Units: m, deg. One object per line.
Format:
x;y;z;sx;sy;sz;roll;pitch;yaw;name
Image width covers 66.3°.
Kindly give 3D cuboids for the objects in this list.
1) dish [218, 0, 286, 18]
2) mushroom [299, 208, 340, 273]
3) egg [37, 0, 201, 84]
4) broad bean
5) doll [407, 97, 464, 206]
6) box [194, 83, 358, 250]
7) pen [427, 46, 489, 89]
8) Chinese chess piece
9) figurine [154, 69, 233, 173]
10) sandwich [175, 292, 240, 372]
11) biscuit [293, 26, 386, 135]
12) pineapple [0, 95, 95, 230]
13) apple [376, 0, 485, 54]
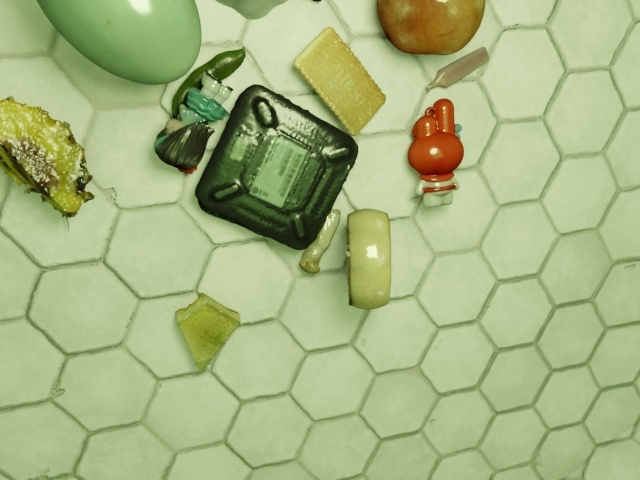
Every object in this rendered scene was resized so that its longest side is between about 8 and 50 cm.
-0.160;-0.643;1.138;0.229;0.081;0.229;-4;107;-13;dish
0.003;0.001;1.387;0.059;0.054;0.202;25;93;-24;mushroom
-0.419;-0.502;1.013;0.276;0.276;0.389;-43;112;1;egg
-0.284;-0.393;1.201;0.254;0.046;0.065;-41;118;2;broad bean
0.318;-0.240;1.350;0.161;0.130;0.290;-8;102;-11;doll
-0.111;-0.178;1.283;0.350;0.091;0.359;24;97;-19;box
0.374;-0.465;1.347;0.197;0.032;0.053;-31;112;-6;pen
0.124;0.049;1.312;0.112;0.270;0.270;0;107;2;Chinese chess piece
-0.298;-0.277;1.186;0.245;0.110;0.138;-54;143;9;figurine
-0.342;0.253;1.375;0.162;0.058;0.193;34;98;-18;sandwich
0.054;-0.409;1.267;0.249;0.030;0.160;45;71;-21;biscuit
-0.647;-0.197;1.142;0.334;0.158;0.161;50;51;-25;pineapple
0.267;-0.564;1.186;0.253;0.253;0.253;-4;107;-13;apple
